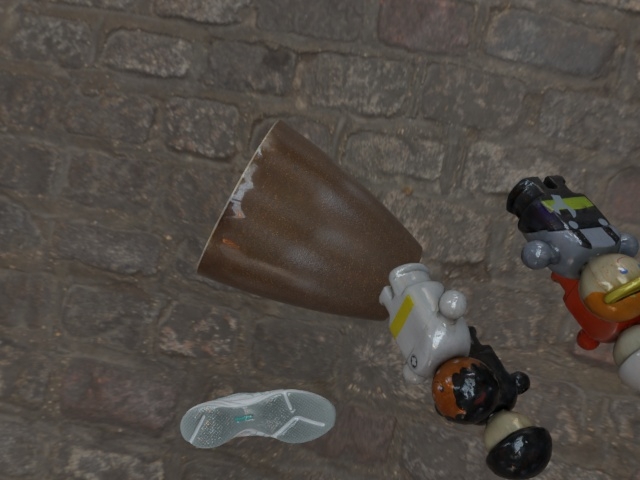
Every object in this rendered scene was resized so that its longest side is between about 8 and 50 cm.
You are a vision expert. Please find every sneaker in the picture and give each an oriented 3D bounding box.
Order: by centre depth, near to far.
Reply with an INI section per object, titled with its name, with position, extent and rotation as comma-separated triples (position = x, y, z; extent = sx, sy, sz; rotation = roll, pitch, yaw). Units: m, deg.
[sneaker]
position = -0.061, 0.172, 0.724
extent = 0.152, 0.061, 0.053
rotation = -2, 94, 0

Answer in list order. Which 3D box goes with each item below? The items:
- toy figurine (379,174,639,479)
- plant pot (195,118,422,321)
[toy figurine]
position = 0.173, 0.077, 0.582
extent = 0.213, 0.209, 0.148
rotation = -33, 50, 9
[plant pot]
position = 0.000, 0.000, 0.889
extent = 0.230, 0.215, 0.215
rotation = 28, 83, -4
